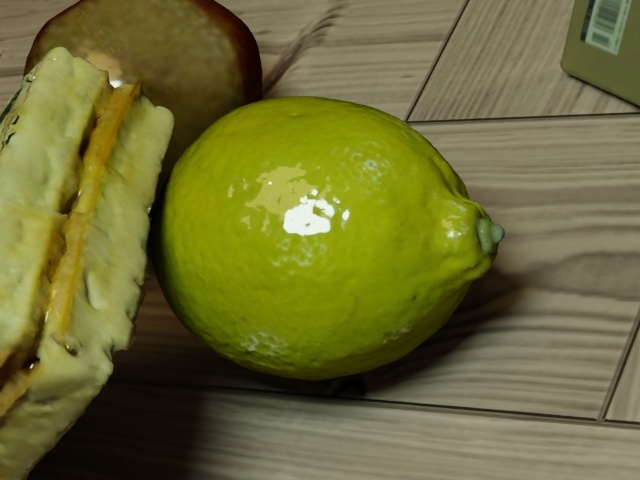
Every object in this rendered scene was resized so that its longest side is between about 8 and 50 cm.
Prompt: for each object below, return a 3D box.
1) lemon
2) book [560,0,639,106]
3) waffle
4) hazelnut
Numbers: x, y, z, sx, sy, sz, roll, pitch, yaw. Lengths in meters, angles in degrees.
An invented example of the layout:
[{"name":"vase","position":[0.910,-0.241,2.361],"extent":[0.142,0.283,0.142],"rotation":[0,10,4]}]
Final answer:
[{"name":"lemon","position":[0.000,0.000,1.031],"extent":[0.248,0.184,0.184],"rotation":[11,56,34]},{"name":"book","position":[0.274,-0.164,1.010],"extent":[0.021,0.217,0.310],"rotation":[-2,23,-33]},{"name":"waffle","position":[-0.233,0.076,1.053],"extent":[0.376,0.114,0.261],"rotation":[-48,21,37]},{"name":"hazelnut","position":[-0.148,-0.107,1.251],"extent":[0.210,0.186,0.210],"rotation":[-16,59,28]}]
